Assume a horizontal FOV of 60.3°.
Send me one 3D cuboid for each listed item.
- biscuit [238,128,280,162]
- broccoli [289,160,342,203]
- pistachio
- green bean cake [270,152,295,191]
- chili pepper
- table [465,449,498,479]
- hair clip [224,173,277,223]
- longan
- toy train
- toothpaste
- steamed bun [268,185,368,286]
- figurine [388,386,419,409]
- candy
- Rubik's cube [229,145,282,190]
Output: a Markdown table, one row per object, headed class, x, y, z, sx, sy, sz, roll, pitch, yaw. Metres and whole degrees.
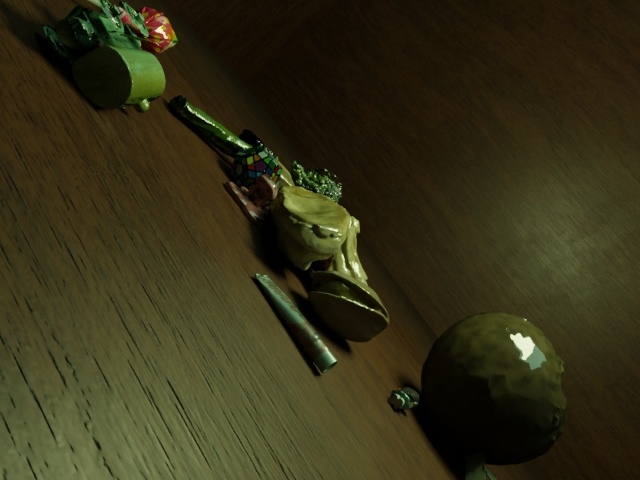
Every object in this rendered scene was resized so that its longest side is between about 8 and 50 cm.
| class | x | y | z | sx | sy | sz | roll | pitch | yaw |
| --- | --- | --- | --- | --- | --- | --- | --- | --- | --- |
| biscuit | -0.194 | -0.282 | 1.791 | 0.194 | 0.053 | 0.194 | 46 | -3 | 3 |
| broccoli | -0.066 | -0.186 | 1.926 | 0.274 | 0.177 | 0.198 | 31 | -6 | 44 |
| pistachio | 0.059 | 0.138 | 1.177 | 0.223 | 0.152 | 0.126 | 37 | 58 | -35 |
| green bean cake | -0.142 | -0.183 | 1.642 | 0.109 | 0.085 | 0.179 | 44 | 10 | -27 |
| chili pepper | -0.238 | -0.262 | 1.429 | 0.084 | 0.077 | 0.359 | 26 | -2 | 43 |
| table | 0.385 | 0.588 | 1.222 | 0.146 | 0.062 | 0.175 | 50 | 29 | -11 |
| hair clip | -0.166 | -0.092 | 1.304 | 0.123 | 0.102 | 0.138 | 54 | -25 | 2 |
| longan | 0.447 | 0.378 | 1.412 | 0.391 | 0.391 | 0.391 | 50 | 8 | -10 |
| toy train | -0.346 | -0.321 | 0.956 | 0.189 | 0.126 | 0.307 | 50 | 8 | -15 |
| toothpaste | -0.045 | 0.137 | 0.951 | 0.205 | 0.036 | 0.056 | 50 | 9 | 20 |
| steamed bun | 0.000 | 0.000 | 1.327 | 0.247 | 0.190 | 0.428 | 4 | 16 | -14 |
| figurine | 0.183 | 0.354 | 1.234 | 0.059 | 0.047 | 0.106 | 15 | -3 | 29 |
| candy | -0.474 | -0.532 | 1.303 | 0.124 | 0.124 | 0.365 | 52 | 15 | 7 |
| Rubik's cube | -0.162 | -0.175 | 1.396 | 0.133 | 0.112 | 0.133 | 49 | 7 | -8 |
